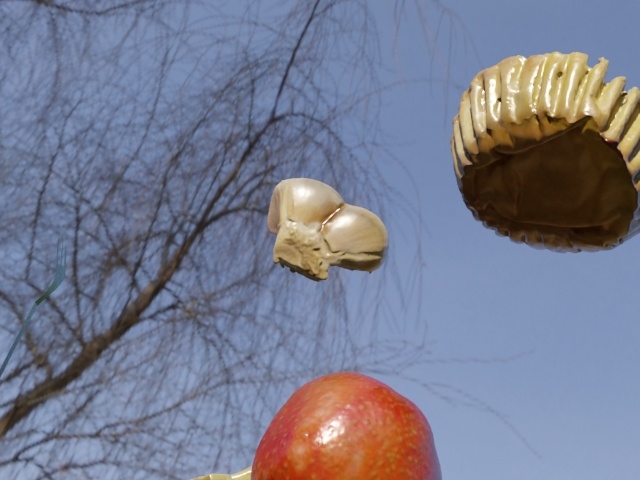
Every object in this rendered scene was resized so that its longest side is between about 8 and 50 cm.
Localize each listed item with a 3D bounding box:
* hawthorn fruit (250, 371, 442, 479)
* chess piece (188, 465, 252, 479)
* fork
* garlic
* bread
[{"bbox_3d":[0.006,0.233,0.921,0.196,0.225,0.196,15,-67,39],"label":"hawthorn fruit"},{"bbox_3d":[-0.119,0.382,1.457,0.200,0.090,0.090,14,-39,-40],"label":"chess piece"},{"bbox_3d":[-0.371,0.099,1.232,0.021,0.235,0.039,8,-30,15],"label":"fork"},{"bbox_3d":[0.005,-0.008,1.236,0.174,0.124,0.099,22,-4,10],"label":"garlic"},{"bbox_3d":[0.269,-0.088,1.115,0.274,0.149,0.274,19,-49,24],"label":"bread"}]
